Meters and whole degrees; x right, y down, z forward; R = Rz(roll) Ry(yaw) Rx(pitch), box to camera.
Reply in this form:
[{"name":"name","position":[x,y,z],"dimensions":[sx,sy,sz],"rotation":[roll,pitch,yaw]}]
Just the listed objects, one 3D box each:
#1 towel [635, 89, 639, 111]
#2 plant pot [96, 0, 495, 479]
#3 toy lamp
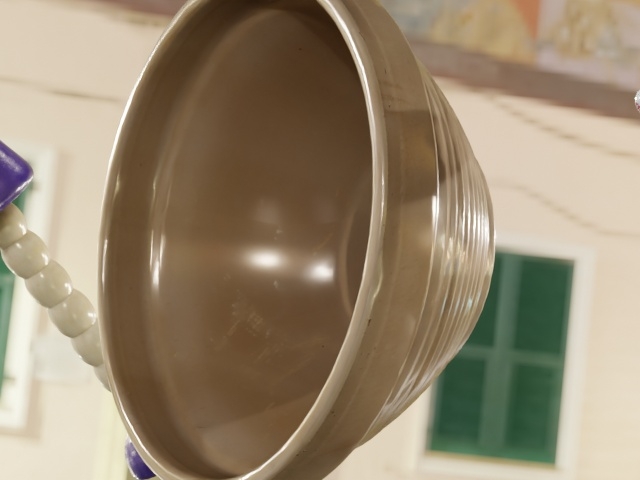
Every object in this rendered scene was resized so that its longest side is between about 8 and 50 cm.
[{"name":"towel","position":[0.235,-0.047,0.760],"dimensions":[0.197,0.029,0.144],"rotation":[-3,13,-40]},{"name":"plant pot","position":[0.000,0.000,0.889],"dimensions":[0.109,0.237,0.237],"rotation":[7,-5,-34]},{"name":"toy lamp","position":[-0.177,0.034,1.313],"dimensions":[0.080,0.275,0.080],"rotation":[-31,16,10]}]
